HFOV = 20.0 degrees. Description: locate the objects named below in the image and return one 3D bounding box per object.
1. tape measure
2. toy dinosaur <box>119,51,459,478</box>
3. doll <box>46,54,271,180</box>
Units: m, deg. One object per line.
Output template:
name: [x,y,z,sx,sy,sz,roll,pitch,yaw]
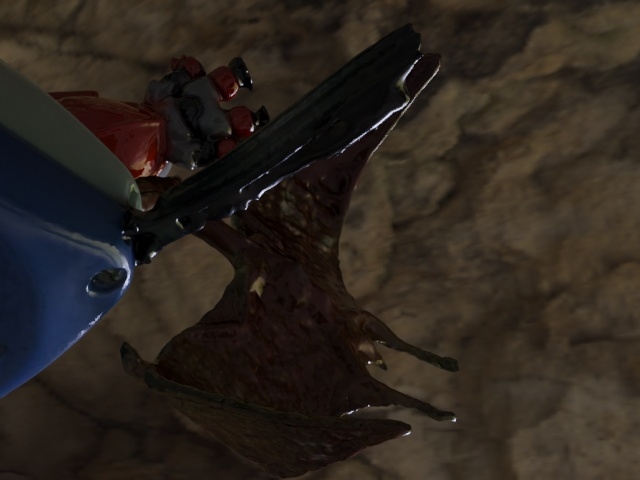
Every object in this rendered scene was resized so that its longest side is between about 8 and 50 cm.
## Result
tape measure: [-0.147,-0.028,0.752,0.215,0.351,0.098,35,-142,-31]
toy dinosaur: [0.008,0.002,0.900,0.206,0.113,0.327,49,-151,9]
doll: [-0.110,-0.046,0.940,0.169,0.057,0.109,-24,-109,-2]
